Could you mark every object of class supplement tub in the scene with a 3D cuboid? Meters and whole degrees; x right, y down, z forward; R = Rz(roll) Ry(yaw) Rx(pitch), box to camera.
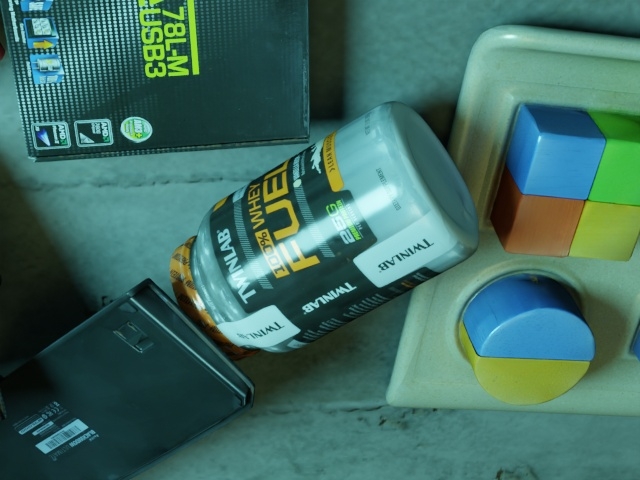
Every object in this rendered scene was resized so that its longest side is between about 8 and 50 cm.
[{"bbox_3d":[0.000,0.000,0.789,0.190,0.117,0.117,-30,125,20],"label":"supplement tub"}]

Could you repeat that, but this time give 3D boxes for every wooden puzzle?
[{"bbox_3d":[0.236,0.020,0.869,0.322,0.080,0.348,4,125,-12],"label":"wooden puzzle"}]

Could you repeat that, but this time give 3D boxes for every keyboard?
[{"bbox_3d":[-0.210,0.107,0.844,0.317,0.033,0.201,-33,113,35],"label":"keyboard"}]

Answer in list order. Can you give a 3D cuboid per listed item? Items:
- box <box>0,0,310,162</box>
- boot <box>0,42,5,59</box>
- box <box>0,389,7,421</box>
[{"bbox_3d":[-0.099,-0.142,0.721,0.184,0.045,0.191,-2,127,-4],"label":"box"},{"bbox_3d":[-0.227,-0.185,0.647,0.176,0.088,0.244,29,125,-27],"label":"boot"},{"bbox_3d":[-0.323,0.062,0.700,0.232,0.059,0.183,-20,103,-35],"label":"box"}]
